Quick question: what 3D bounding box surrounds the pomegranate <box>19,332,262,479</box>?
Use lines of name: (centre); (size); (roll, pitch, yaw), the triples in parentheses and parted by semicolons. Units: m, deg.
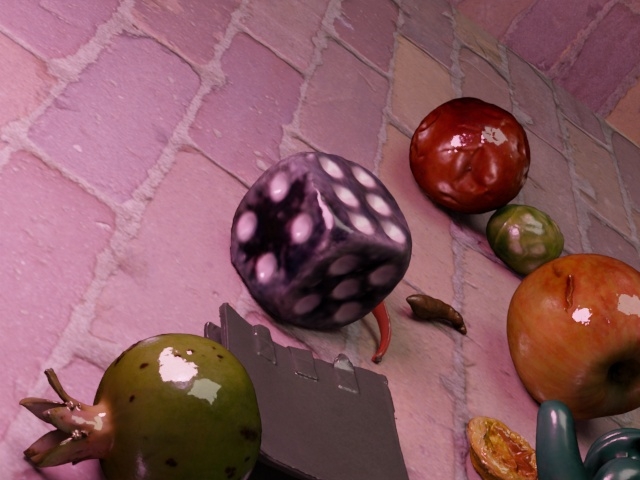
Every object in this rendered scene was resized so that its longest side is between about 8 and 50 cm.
pomegranate: (-0.169, 0.177, 1.170); (0.224, 0.181, 0.181); (0, 42, -25)

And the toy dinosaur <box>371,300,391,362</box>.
toy dinosaur: (0.075, 0.028, 1.761); (0.070, 0.139, 0.286); (18, 33, -37)

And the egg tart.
egg tart: (0.246, 0.294, 1.656); (0.130, 0.052, 0.130); (29, 27, -17)

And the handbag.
handbag: (-0.022, 0.205, 1.411); (0.247, 0.079, 0.260); (28, 27, -24)

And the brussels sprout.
brussels sprout: (0.379, -0.005, 2.258); (0.155, 0.118, 0.155); (16, 30, -9)

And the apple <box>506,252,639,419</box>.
apple: (0.416, 0.143, 1.907); (0.264, 0.264, 0.264); (31, 26, -17)

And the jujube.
jujube: (0.280, -0.165, 2.290); (0.223, 0.223, 0.318); (38, 15, -3)

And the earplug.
earplug: (0.398, 0.327, 1.707); (0.257, 0.164, 0.280); (26, 9, 9)

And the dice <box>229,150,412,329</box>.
dice: (0.000, 0.000, 1.659); (0.181, 0.183, 0.182); (14, 37, -45)

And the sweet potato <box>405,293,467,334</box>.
sweet potato: (0.175, 0.108, 1.889); (0.153, 0.038, 0.041); (27, 49, -43)
